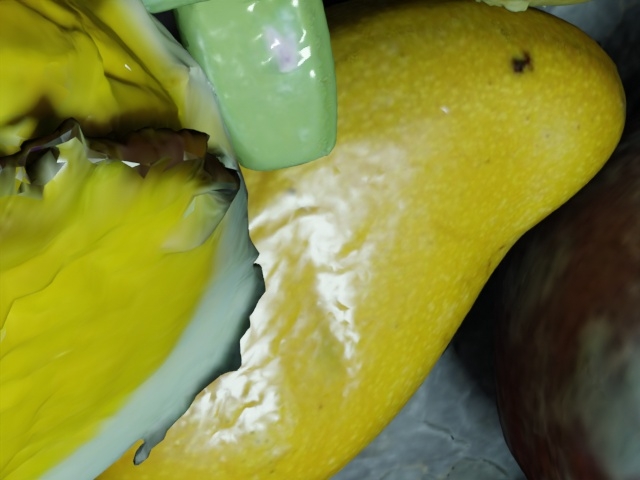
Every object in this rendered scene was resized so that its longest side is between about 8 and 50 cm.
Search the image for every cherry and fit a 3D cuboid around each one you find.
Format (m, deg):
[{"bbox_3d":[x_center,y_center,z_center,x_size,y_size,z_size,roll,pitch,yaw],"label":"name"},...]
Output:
[{"bbox_3d":[0.182,0.056,0.693,0.236,0.285,0.213,40,97,-2],"label":"cherry"}]

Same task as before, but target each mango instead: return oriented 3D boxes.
[{"bbox_3d":[-0.003,-0.001,0.621,0.262,0.109,0.157,-41,120,-10],"label":"mango"}]

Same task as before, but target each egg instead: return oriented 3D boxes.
[{"bbox_3d":[-0.192,0.014,0.441,0.337,0.201,0.337,-32,159,-14],"label":"egg"}]

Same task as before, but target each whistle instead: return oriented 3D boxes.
[{"bbox_3d":[-0.034,-0.119,0.485,0.105,0.085,0.227,-14,125,4],"label":"whistle"}]

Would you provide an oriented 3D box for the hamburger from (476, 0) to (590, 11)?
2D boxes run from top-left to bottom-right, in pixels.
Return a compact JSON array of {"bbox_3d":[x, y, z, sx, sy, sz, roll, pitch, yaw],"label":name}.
[{"bbox_3d":[0.079,-0.205,0.538,0.211,0.132,0.309,-36,131,-13],"label":"hamburger"}]
